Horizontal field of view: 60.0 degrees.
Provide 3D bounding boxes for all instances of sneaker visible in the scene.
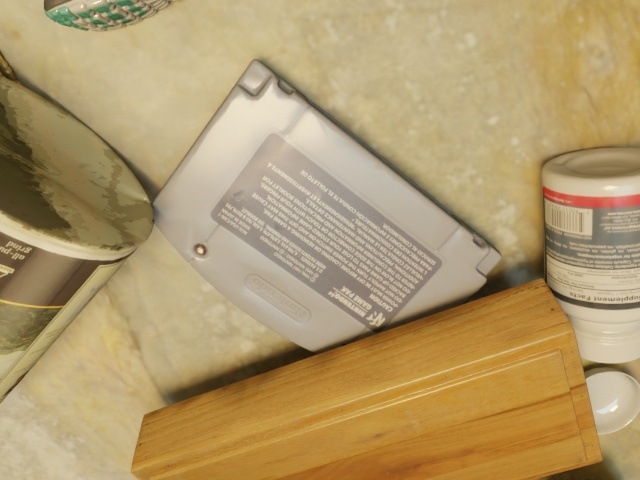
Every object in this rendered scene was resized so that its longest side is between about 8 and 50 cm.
[{"bbox_3d":[-0.147,-0.225,0.441,0.166,0.065,0.076,-22,93,3],"label":"sneaker"}]

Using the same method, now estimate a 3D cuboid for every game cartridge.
[{"bbox_3d":[0.000,0.000,0.527,0.294,0.060,0.196,36,102,-14],"label":"game cartridge"}]

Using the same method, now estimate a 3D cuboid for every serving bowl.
[{"bbox_3d":[0.308,0.173,0.613,0.083,0.027,0.083,-1,111,-2],"label":"serving bowl"}]

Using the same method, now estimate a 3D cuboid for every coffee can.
[{"bbox_3d":[-0.301,0.028,0.448,0.201,0.201,0.275,41,105,-15],"label":"coffee can"}]

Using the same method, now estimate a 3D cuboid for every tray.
[{"bbox_3d":[0.050,0.198,0.553,0.411,0.076,0.203,-21,124,11],"label":"tray"}]

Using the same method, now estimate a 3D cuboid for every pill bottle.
[{"bbox_3d":[0.261,0.014,0.509,0.108,0.108,0.180,-10,111,2],"label":"pill bottle"}]

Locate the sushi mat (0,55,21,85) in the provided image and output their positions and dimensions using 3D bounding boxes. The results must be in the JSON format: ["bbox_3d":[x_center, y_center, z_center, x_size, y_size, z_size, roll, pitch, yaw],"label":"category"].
[{"bbox_3d":[-0.433,-0.129,0.483,0.317,0.019,0.151,-21,111,7],"label":"sushi mat"}]
